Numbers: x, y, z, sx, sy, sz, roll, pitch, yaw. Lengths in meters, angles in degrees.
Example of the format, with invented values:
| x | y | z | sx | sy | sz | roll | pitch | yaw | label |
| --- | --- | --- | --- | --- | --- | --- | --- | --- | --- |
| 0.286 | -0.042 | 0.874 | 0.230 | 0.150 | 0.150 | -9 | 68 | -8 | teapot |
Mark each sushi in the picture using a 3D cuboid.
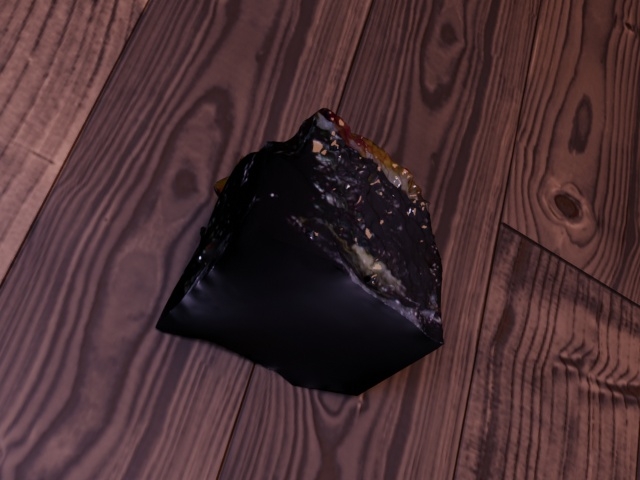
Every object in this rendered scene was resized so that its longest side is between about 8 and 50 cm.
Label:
| x | y | z | sx | sy | sz | roll | pitch | yaw | label |
| --- | --- | --- | --- | --- | --- | --- | --- | --- | --- |
| 0.001 | 0.000 | 0.970 | 0.227 | 0.215 | 0.212 | 21 | 56 | -22 | sushi |
